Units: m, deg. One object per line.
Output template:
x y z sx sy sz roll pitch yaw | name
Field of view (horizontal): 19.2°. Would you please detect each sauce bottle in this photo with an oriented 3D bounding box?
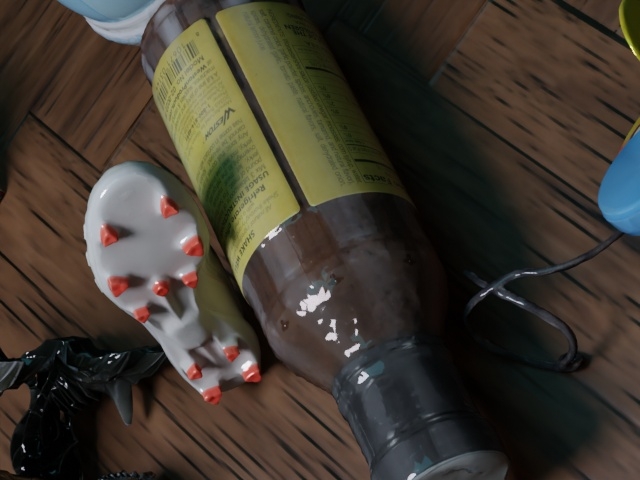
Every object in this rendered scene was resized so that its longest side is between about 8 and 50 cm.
0.000 0.000 1.049 0.111 0.111 0.344 -36 55 17 | sauce bottle

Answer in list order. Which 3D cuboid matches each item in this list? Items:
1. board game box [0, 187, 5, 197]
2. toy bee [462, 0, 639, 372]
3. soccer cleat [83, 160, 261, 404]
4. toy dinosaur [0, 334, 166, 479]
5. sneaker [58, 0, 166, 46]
-0.306 -0.003 1.193 0.045 0.193 0.146 30 90 34 | board game box
0.195 -0.049 0.934 0.298 0.195 0.162 0 50 41 | toy bee
-0.086 0.016 1.060 0.068 0.196 0.076 -25 48 0 | soccer cleat
-0.186 0.167 1.104 0.322 0.164 0.218 5 94 10 | toy dinosaur
-0.099 -0.315 1.195 0.135 0.150 0.365 6 78 31 | sneaker
